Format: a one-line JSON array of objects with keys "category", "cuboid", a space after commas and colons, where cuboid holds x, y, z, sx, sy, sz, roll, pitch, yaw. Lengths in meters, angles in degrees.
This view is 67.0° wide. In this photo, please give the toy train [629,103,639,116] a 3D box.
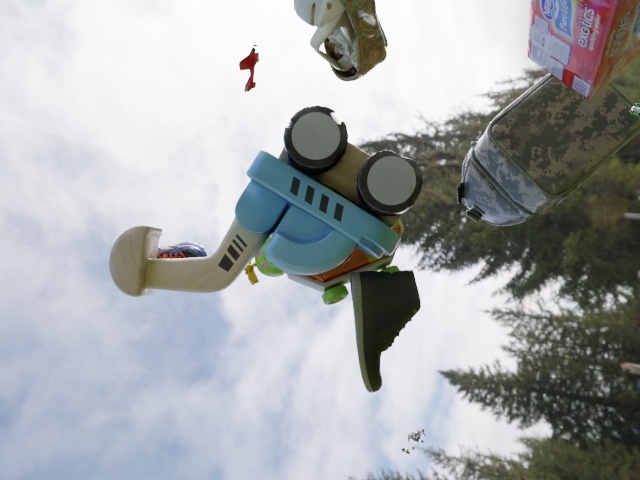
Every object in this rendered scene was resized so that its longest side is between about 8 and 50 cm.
[{"category": "toy train", "cuboid": [0.464, -0.173, 0.674, 0.017, 0.024, 0.083, -60, 13, 24]}]

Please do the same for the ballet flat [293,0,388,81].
[{"category": "ballet flat", "cuboid": [0.022, -0.329, 0.684, 0.348, 0.123, 0.123, 30, -110, -73]}]

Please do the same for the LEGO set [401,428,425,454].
[{"category": "LEGO set", "cuboid": [0.238, 0.509, 1.240, 0.083, 0.054, 0.023, -42, -71, -47]}]

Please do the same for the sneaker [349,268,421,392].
[{"category": "sneaker", "cuboid": [0.120, 0.160, 0.844, 0.083, 0.118, 0.221, -86, -10, -78]}]

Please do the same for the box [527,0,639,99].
[{"category": "box", "cuboid": [0.368, -0.326, 0.638, 0.123, 0.128, 0.257, -42, -27, 4]}]

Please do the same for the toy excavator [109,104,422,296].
[{"category": "toy excavator", "cuboid": [-0.097, -0.019, 0.875, 0.445, 0.433, 0.222, -59, -2, -3]}]

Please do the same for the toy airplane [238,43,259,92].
[{"category": "toy airplane", "cuboid": [-0.208, -0.509, 1.445, 0.151, 0.028, 0.151, 20, -90, -84]}]

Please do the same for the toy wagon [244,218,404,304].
[{"category": "toy wagon", "cuboid": [0.000, 0.000, 1.022, 0.345, 0.267, 0.068, -20, -23, -11]}]

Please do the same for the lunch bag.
[{"category": "lunch bag", "cuboid": [0.453, -0.179, 1.021, 0.305, 0.212, 0.256, -40, -14, -13]}]

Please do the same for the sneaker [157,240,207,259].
[{"category": "sneaker", "cuboid": [-0.374, 0.050, 1.155, 0.087, 0.222, 0.083, -54, -38, -70]}]
